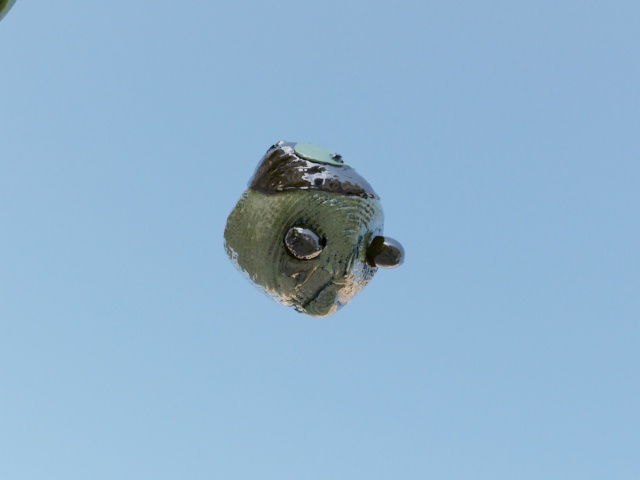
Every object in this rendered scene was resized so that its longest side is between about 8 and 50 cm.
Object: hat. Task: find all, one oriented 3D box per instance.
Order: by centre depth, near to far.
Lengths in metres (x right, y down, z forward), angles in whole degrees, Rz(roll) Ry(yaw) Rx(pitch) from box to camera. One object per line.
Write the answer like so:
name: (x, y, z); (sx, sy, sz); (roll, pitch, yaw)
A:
hat: (0.000, -0.001, 0.480); (0.059, 0.076, 0.077); (34, -1, 44)

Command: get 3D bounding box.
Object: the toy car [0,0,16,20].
toy car: (-0.183, -0.182, 0.332); (0.142, 0.200, 0.248); (23, -72, 25)
